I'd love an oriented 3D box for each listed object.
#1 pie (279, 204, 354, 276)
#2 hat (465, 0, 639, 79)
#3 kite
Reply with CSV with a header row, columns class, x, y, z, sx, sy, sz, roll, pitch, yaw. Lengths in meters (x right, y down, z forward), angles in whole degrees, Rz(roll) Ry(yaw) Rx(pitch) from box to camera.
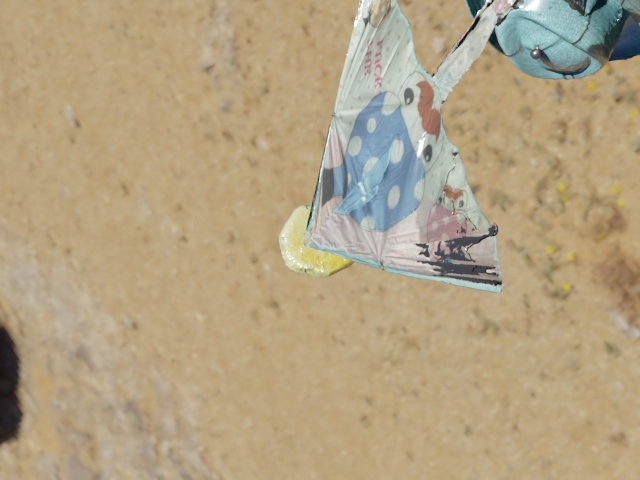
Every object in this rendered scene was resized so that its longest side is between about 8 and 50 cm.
class,x,y,z,sx,sy,sz,roll,pitch,yaw
pie,0.000,0.000,1.340,0.084,0.084,0.020,48,170,18
hat,0.187,-0.172,1.080,0.138,0.077,0.191,-5,148,45
kite,0.073,-0.089,0.979,0.314,0.012,0.335,-50,43,36
